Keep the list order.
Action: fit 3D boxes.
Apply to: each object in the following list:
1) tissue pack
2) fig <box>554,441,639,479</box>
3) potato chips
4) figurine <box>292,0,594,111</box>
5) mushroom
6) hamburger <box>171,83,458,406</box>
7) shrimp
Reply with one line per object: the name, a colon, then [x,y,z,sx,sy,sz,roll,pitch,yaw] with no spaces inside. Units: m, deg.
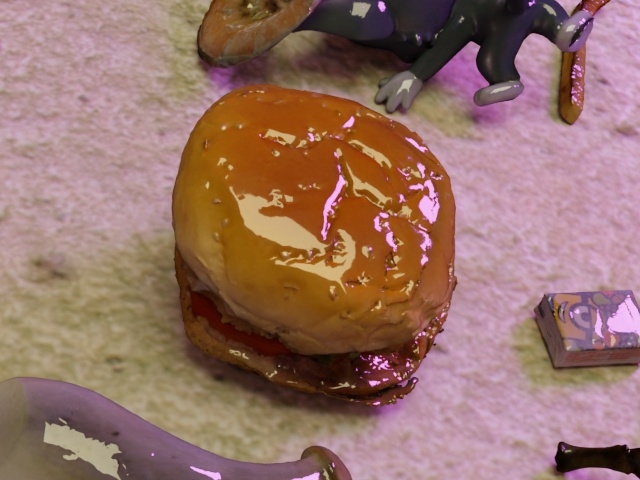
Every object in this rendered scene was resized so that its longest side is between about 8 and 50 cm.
tissue pack: [0.228,0.072,1.167,0.083,0.035,0.063,-3,50,-16]
fig: [0.292,0.202,1.010,0.274,0.170,0.146,24,5,36]
potato chips: [0.263,-0.192,1.419,0.037,0.026,0.204,28,46,-7]
figurine: [0.112,-0.211,1.324,0.265,0.140,0.193,14,62,29]
mushroom: [-0.105,0.173,0.956,0.270,0.103,0.118,17,52,-14]
hamburger: [0.000,0.000,1.085,0.245,0.163,0.244,9,46,-9]
shrimp: [-0.023,-0.256,1.313,0.144,0.052,0.251,14,69,47]
